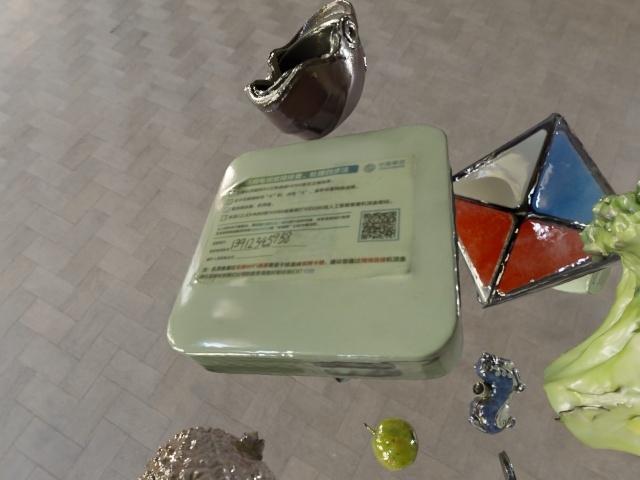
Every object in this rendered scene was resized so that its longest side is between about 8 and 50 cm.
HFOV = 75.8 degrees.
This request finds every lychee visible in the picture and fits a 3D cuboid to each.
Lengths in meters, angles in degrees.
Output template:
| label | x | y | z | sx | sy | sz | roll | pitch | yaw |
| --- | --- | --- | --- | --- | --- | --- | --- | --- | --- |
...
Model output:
| label | x | y | z | sx | sy | sz | roll | pitch | yaw |
| --- | --- | --- | --- | --- | --- | --- | --- | --- | --- |
| lychee | -0.273 | 0.655 | 0.971 | 0.380 | 0.380 | 0.432 | 31 | 70 | 15 |

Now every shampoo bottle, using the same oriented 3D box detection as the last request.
| label | x | y | z | sx | sy | sz | roll | pitch | yaw |
| --- | --- | --- | --- | --- | --- | --- | --- | --- | --- |
| shampoo bottle | 0.700 | 0.067 | 1.289 | 0.078 | 0.359 | 0.134 | 10 | 101 | -24 |

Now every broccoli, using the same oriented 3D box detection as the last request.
| label | x | y | z | sx | sy | sz | roll | pitch | yaw |
| --- | --- | --- | --- | --- | --- | --- | --- | --- | --- |
| broccoli | 0.371 | 0.101 | 0.361 | 0.323 | 0.272 | 0.334 | 17 | 37 | 3 |

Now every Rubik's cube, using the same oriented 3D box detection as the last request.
| label | x | y | z | sx | sy | sz | roll | pitch | yaw |
| --- | --- | --- | --- | --- | --- | --- | --- | --- | --- |
| Rubik's cube | 0.475 | -0.041 | 0.914 | 0.306 | 0.310 | 0.306 | -33 | 70 | 31 |

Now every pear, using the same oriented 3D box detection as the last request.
| label | x | y | z | sx | sy | sz | roll | pitch | yaw |
| --- | --- | --- | --- | --- | --- | --- | --- | --- | --- |
| pear | 0.257 | 0.748 | 1.538 | 0.215 | 0.166 | 0.180 | 22 | 51 | 10 |

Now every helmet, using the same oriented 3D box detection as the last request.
| label | x | y | z | sx | sy | sz | roll | pitch | yaw |
| --- | --- | --- | --- | --- | --- | --- | --- | --- | --- |
| helmet | -0.002 | -0.340 | 0.869 | 0.224 | 0.177 | 0.306 | 7 | 57 | 50 |

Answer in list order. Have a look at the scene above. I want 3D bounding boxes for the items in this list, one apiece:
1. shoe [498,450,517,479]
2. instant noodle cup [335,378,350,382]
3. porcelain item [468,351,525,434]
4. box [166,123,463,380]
| label | x | y | z | sx | sy | sz | roll | pitch | yaw |
| --- | --- | --- | --- | --- | --- | --- | --- | --- | --- |
| shoe | 0.293 | 0.363 | 0.568 | 0.053 | 0.062 | 0.160 | -21 | 96 | 6 |
| instant noodle cup | 0.105 | 0.375 | 1.440 | 0.178 | 0.240 | 0.241 | -31 | 64 | 10 |
| porcelain item | 0.646 | 0.576 | 1.551 | 0.186 | 0.138 | 0.288 | 29 | 81 | -17 |
| box | 0.001 | 0.001 | 0.624 | 0.394 | 0.111 | 0.397 | -3 | 53 | 19 |
